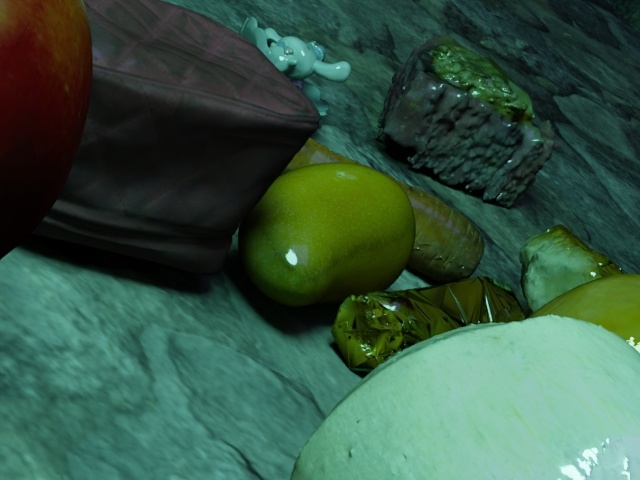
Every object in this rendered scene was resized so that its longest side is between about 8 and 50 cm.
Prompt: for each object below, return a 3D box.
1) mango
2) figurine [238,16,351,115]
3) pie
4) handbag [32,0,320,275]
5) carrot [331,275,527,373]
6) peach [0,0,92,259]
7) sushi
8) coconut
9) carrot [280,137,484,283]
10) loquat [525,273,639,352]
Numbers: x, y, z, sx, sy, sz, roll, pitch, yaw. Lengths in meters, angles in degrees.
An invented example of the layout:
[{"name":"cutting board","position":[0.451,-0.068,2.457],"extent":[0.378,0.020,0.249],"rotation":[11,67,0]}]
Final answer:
[{"name":"mango","position":[0.000,0.000,1.101],"extent":[0.102,0.085,0.184],"rotation":[44,30,11]},{"name":"figurine","position":[-0.029,-0.144,1.371],"extent":[0.086,0.082,0.094],"rotation":[0,37,-27]},{"name":"pie","position":[0.266,0.105,1.287],"extent":[0.315,0.092,0.315],"rotation":[42,10,-10]},{"name":"handbag","position":[-0.124,-0.072,0.972],"extent":[0.225,0.135,0.146],"rotation":[12,32,-43]},{"name":"carrot","position":[0.083,0.059,1.145],"extent":[0.069,0.069,0.228],"rotation":[45,21,21]},{"name":"peach","position":[-0.217,-0.074,0.711],"extent":[0.243,0.200,0.243],"rotation":[21,19,-7]},{"name":"sushi","position":[0.123,-0.132,1.584],"extent":[0.241,0.107,0.161],"rotation":[17,24,-44]},{"name":"coconut","position":[0.098,0.153,0.728],"extent":[0.224,0.224,0.234],"rotation":[28,24,-26]},{"name":"carrot","position":[0.022,-0.037,1.266],"extent":[0.247,0.059,0.059],"rotation":[28,21,-17]},{"name":"loquat","position":[0.198,0.109,1.035],"extent":[0.187,0.176,0.234],"rotation":[8,7,27]}]
